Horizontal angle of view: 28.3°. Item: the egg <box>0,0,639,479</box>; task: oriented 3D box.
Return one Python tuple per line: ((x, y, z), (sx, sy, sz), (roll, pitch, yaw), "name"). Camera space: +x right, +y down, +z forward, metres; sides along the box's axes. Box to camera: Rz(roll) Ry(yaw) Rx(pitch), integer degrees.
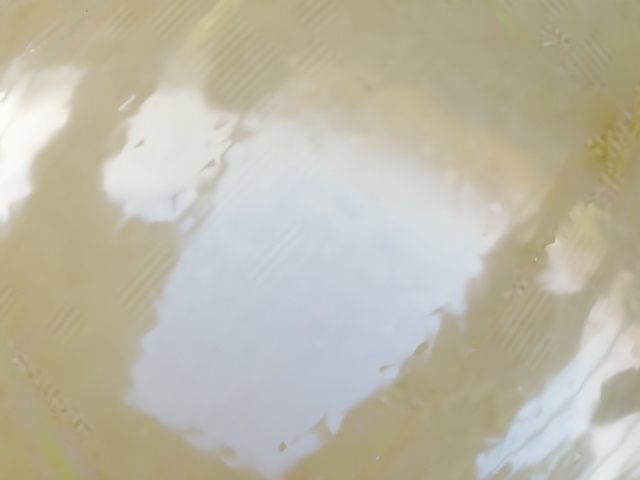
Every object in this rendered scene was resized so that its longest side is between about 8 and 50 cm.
((0.000, 0.000, 0.460), (0.301, 0.374, 0.301), (50, -172, -10), "egg")
